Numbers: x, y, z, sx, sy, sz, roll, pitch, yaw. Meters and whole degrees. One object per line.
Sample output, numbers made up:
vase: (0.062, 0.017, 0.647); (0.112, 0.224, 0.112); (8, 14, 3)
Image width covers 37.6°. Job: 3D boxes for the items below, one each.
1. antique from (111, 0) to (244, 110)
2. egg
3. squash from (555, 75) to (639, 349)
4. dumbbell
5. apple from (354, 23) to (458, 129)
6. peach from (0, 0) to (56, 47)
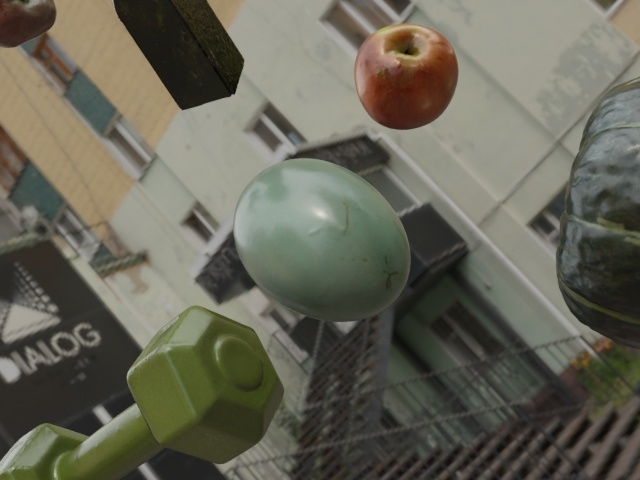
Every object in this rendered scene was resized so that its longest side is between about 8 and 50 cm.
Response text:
antique: (-0.184, -0.272, 1.154); (0.080, 0.221, 0.081); (-13, 43, 23)
egg: (0.000, 0.000, 1.051); (0.168, 0.231, 0.168); (-27, -45, -31)
squash: (0.308, -0.025, 0.846); (0.252, 0.165, 0.252); (16, -90, -71)
dumbbell: (-0.163, 0.169, 0.787); (0.302, 0.108, 0.121); (-38, 13, 30)
apple: (0.130, -0.248, 1.438); (0.163, 0.163, 0.139); (-37, -29, -23)
peach: (-0.611, -0.454, 1.857); (0.152, 0.152, 0.152); (-40, -13, -11)
